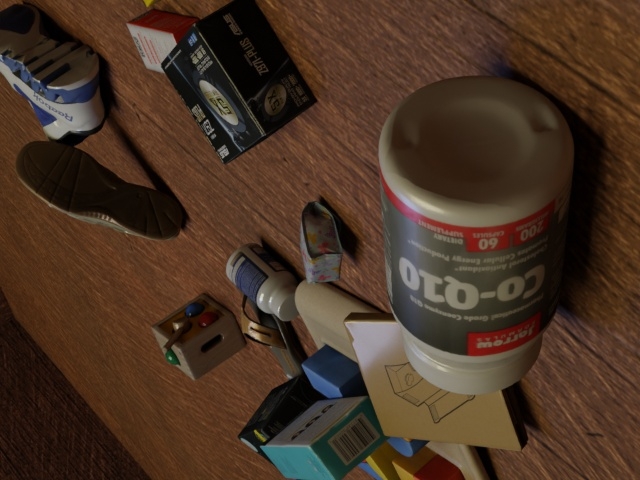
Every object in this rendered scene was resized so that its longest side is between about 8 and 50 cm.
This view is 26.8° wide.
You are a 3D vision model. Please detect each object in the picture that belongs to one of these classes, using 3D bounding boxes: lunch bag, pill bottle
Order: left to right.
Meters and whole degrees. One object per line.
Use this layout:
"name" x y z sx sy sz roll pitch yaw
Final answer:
"pill bottle" -0.074 0.061 1.887 0.120 0.067 0.067 40 154 38
"lunch bag" 0.000 0.000 1.650 0.071 0.053 0.083 94 164 -59
"pill bottle" 0.137 0.006 1.194 0.161 0.161 0.283 43 156 33

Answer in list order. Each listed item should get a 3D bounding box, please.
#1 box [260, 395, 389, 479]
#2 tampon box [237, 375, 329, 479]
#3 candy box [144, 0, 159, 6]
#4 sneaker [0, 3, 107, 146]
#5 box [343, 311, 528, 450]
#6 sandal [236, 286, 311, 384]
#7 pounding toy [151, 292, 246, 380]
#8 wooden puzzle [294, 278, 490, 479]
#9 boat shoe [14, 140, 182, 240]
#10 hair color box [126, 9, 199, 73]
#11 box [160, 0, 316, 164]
"box" 0.004 0.257 1.732 0.060 0.100 0.244 53 162 -3
"tampon box" -0.037 0.292 2.061 0.120 0.101 0.161 38 160 -4
"candy box" -0.247 -0.393 1.659 0.206 0.027 0.105 59 163 -6
"sneaker" -0.447 -0.248 2.183 0.315 0.127 0.182 36 149 40
"box" 0.128 0.157 1.527 0.201 0.021 0.164 -1 116 44
"sandal" -0.084 0.141 2.040 0.090 0.060 0.219 14 134 61
"pounding toy" -0.217 0.161 2.255 0.130 0.141 0.100 28 145 52
"wooden puzzle" 0.092 0.244 1.767 0.322 0.080 0.348 27 145 53
"boat shoe" -0.359 -0.069 2.171 0.285 0.105 0.089 27 168 1
"hair color box" -0.191 -0.251 1.720 0.141 0.043 0.072 23 142 54
"box" -0.100 -0.183 1.566 0.147 0.077 0.180 57 160 -4
